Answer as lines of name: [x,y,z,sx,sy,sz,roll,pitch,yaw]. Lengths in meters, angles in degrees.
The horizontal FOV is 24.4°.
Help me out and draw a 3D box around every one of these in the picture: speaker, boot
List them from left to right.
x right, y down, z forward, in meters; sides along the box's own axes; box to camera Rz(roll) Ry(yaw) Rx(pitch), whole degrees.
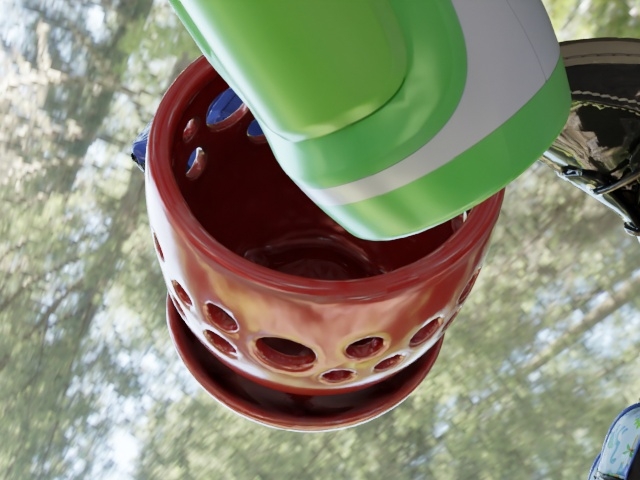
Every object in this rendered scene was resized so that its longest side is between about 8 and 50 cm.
speaker: [-0.021,-0.148,0.566,0.131,0.131,0.297,-44,-69,-28]
boot: [0.285,0.006,1.216,0.377,0.138,0.284,16,-116,-41]

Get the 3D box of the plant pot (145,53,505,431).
plant pot: [0.000,0.000,0.837,0.191,0.174,0.191,1,-125,-2]

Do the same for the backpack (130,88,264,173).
backpack: [-0.071,-0.051,1.128,0.120,0.101,0.098,61,-145,-20]

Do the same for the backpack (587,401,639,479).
backpack: [0.223,0.163,0.956,0.105,0.084,0.114,19,-94,-15]
